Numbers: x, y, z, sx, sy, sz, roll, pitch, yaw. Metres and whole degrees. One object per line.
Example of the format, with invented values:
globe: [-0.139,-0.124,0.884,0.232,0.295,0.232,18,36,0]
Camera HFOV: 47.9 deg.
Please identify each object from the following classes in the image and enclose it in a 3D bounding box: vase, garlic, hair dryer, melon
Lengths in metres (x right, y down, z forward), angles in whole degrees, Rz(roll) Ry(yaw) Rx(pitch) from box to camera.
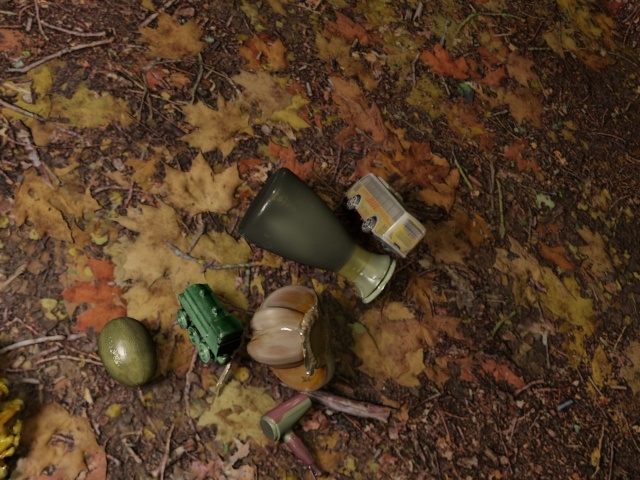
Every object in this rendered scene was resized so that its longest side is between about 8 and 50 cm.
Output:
vase: [0.000,0.000,1.530,0.321,0.173,0.173,34,54,-13]
garlic: [-0.075,0.208,1.353,0.257,0.207,0.207,-33,81,-28]
hair dryer: [-0.040,0.380,1.371,0.106,0.054,0.154,-24,86,-38]
melon: [-0.343,0.198,1.284,0.098,0.098,0.130,-14,67,-31]

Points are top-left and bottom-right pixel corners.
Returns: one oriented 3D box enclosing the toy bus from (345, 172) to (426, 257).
toy bus: [0.136,-0.060,1.573,0.092,0.106,0.268,39,10,-27]

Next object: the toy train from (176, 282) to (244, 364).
toy train: [-0.210,0.151,1.352,0.071,0.111,0.170,-15,51,-35]

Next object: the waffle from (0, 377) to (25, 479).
waffle: [-0.563,0.322,1.065,0.262,0.060,0.280,20,80,-51]
